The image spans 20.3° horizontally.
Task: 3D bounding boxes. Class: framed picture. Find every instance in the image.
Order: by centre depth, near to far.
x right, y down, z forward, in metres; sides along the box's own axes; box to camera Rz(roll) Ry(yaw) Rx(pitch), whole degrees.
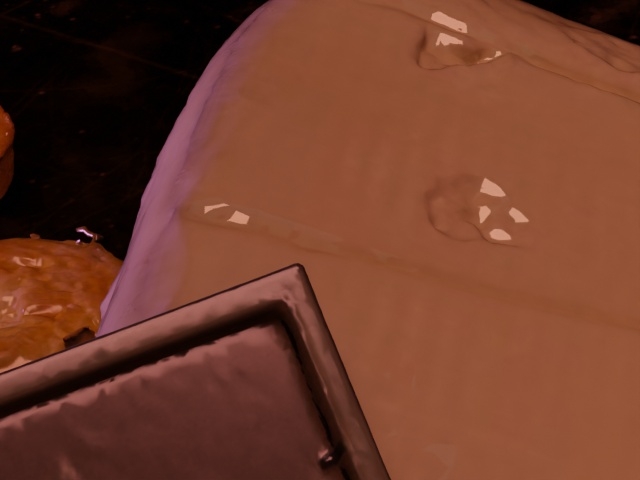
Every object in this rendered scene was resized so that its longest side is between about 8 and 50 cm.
[{"bbox_3d":[-0.050,0.171,0.521,0.211,0.020,0.289,-20,73,-10],"label":"framed picture"}]

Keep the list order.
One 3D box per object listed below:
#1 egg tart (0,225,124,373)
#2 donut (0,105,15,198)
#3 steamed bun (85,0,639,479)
[{"bbox_3d":[-0.177,0.076,0.998,0.295,0.116,0.295,-2,29,1],"label":"egg tart"},{"bbox_3d":[-0.290,-0.051,1.268,0.152,0.058,0.152,-3,35,2],"label":"donut"},{"bbox_3d":[0.082,0.113,0.764,0.371,0.290,0.456,20,42,2],"label":"steamed bun"}]
